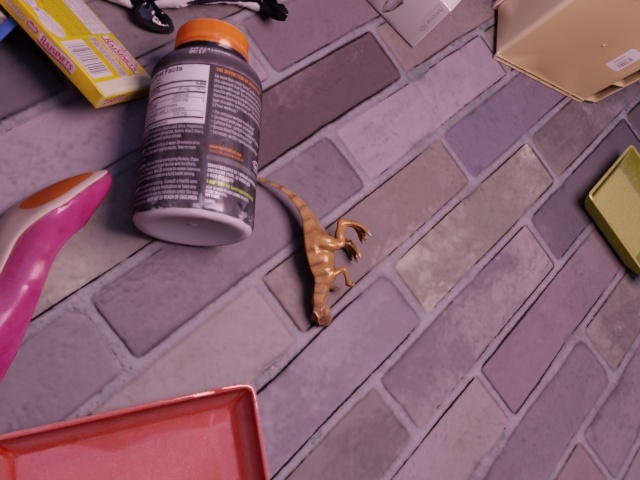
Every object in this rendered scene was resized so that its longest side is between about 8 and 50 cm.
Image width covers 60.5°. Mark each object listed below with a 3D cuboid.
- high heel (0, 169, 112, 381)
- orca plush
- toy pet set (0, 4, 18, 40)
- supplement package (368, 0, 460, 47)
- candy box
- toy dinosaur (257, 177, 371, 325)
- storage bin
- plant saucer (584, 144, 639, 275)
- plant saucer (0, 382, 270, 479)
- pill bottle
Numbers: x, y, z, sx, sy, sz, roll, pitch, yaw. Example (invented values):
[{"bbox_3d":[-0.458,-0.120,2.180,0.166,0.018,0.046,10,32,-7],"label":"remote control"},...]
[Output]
[{"bbox_3d":[-0.283,0.031,0.557,0.244,0.082,0.117,-57,136,-41],"label":"high heel"},{"bbox_3d":[-0.170,-0.343,0.687,0.287,0.102,0.151,14,70,-23],"label":"orca plush"},{"bbox_3d":[-0.390,-0.224,0.584,0.114,0.065,0.122,-40,93,6],"label":"toy pet set"},{"bbox_3d":[0.135,-0.420,0.860,0.179,0.105,0.105,42,61,-9],"label":"supplement package"},{"bbox_3d":[-0.287,-0.241,0.617,0.206,0.027,0.105,49,25,-6],"label":"candy box"},{"bbox_3d":[0.000,0.000,0.697,0.112,0.064,0.211,-12,81,-27],"label":"toy dinosaur"},{"bbox_3d":[0.478,-0.376,0.927,0.260,0.262,0.123,17,70,-21],"label":"storage bin"},{"bbox_3d":[0.563,-0.050,1.000,0.188,0.045,0.188,-39,94,-30],"label":"plant saucer"},{"bbox_3d":[-0.172,0.294,0.538,0.258,0.048,0.259,-5,77,-27],"label":"plant saucer"},{"bbox_3d":[-0.133,-0.126,0.628,0.130,0.130,0.246,10,72,-24],"label":"pill bottle"}]
